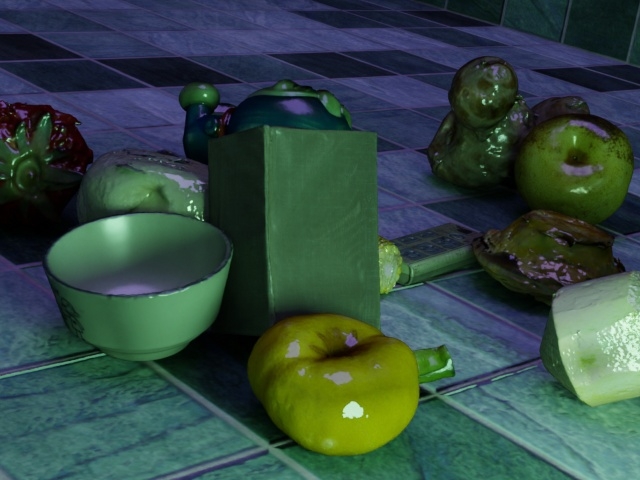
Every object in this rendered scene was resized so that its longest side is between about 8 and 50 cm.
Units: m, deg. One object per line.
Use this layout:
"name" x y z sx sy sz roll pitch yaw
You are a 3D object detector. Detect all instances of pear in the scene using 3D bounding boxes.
"pear" 0.422 -0.113 2.042 0.197 0.197 0.197 8 19 -3

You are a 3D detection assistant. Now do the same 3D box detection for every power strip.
"power strip" 0.168 0.015 1.789 0.092 0.034 0.268 23 24 35

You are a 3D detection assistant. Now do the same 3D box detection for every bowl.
"bowl" -0.200 0.059 1.363 0.211 0.112 0.211 1 25 -1

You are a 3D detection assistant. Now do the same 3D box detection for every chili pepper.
"chili pepper" 0.049 0.139 1.361 0.201 0.052 0.050 2 -11 -5

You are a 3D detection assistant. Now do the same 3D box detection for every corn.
"corn" 0.000 0.000 1.688 0.248 0.081 0.081 23 24 34

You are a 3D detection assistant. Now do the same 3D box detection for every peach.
"peach" 0.015 0.142 1.251 0.179 0.103 0.179 6 30 -4

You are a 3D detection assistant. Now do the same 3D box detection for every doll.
"doll" -0.080 -0.153 1.941 0.321 0.186 0.198 2 -19 35

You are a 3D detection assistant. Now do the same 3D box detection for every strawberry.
"strawberry" -0.415 -0.109 1.684 0.184 0.187 0.201 39 -6 -17

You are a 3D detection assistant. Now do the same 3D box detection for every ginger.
"ginger" 0.355 -0.182 2.181 0.375 0.256 0.176 15 40 -32

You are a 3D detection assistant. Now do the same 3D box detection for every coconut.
"coconut" 0.326 0.113 1.404 0.152 0.147 0.147 -16 11 21

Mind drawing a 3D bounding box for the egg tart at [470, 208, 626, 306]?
"egg tart" 0.335 0.021 1.737 0.241 0.106 0.241 14 19 -5

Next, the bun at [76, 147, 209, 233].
"bun" -0.183 -0.028 1.570 0.272 0.168 0.273 13 7 -2

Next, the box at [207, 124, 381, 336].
"box" -0.033 -0.006 1.411 0.148 0.231 0.155 0 -4 -31
